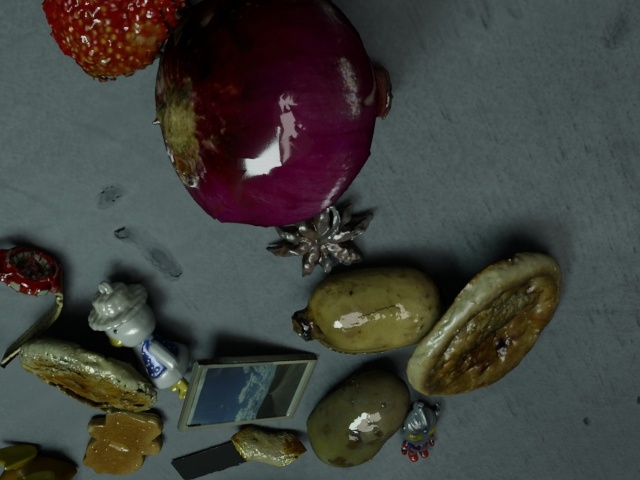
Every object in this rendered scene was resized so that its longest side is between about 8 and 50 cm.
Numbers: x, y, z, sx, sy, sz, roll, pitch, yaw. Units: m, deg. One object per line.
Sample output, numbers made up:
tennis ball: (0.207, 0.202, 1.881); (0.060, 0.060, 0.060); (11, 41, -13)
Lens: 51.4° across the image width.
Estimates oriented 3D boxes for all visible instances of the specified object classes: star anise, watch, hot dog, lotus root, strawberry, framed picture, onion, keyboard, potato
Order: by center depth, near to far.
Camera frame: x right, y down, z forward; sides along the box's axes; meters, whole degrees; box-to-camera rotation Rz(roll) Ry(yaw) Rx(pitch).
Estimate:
strawberry: (-0.276, -0.346, 0.902); (0.233, 0.138, 0.306); (2, 121, -6)
onion: (-0.032, -0.196, 0.935); (0.385, 0.347, 0.348); (-17, 130, -35)
star anise: (0.000, 0.000, 1.175); (0.195, 0.065, 0.182); (24, 123, -26)
watch: (-0.571, 0.125, 1.203); (0.164, 0.102, 0.268); (30, 118, -37)
lotus root: (0.088, 0.129, 1.216); (0.284, 0.146, 0.160); (-11, 106, -6)
framed picture: (-0.146, 0.302, 1.337); (0.259, 0.023, 0.189); (3, 125, -30)
potato: (0.073, 0.361, 1.356); (0.165, 0.165, 0.262); (24, 123, -17)
hot dog: (-0.116, 0.451, 1.449); (0.168, 0.078, 0.061); (15, 136, -6)
keyboard: (-0.236, 0.492, 1.500); (0.196, 0.015, 0.074); (-21, 117, 9)

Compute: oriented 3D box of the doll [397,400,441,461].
doll: (0.214, 0.414, 1.450); (0.104, 0.062, 0.195); (-4, 129, 0)

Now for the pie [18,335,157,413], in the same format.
pie: (-0.437, 0.260, 1.255); (0.274, 0.055, 0.274); (13, 148, 8)

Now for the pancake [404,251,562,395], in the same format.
pancake: (0.317, 0.163, 1.235); (0.356, 0.065, 0.356); (-23, 137, -22)

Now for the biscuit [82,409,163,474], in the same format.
biscuit: (-0.430, 0.437, 1.442); (0.166, 0.036, 0.226); (21, 121, -15)

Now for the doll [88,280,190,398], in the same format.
doll: (-0.331, 0.187, 1.243); (0.119, 0.138, 0.293); (-45, 128, -28)

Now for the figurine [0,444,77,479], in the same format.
figurine: (-0.630, 0.573, 1.438); (0.215, 0.215, 0.228); (29, 93, -19)
